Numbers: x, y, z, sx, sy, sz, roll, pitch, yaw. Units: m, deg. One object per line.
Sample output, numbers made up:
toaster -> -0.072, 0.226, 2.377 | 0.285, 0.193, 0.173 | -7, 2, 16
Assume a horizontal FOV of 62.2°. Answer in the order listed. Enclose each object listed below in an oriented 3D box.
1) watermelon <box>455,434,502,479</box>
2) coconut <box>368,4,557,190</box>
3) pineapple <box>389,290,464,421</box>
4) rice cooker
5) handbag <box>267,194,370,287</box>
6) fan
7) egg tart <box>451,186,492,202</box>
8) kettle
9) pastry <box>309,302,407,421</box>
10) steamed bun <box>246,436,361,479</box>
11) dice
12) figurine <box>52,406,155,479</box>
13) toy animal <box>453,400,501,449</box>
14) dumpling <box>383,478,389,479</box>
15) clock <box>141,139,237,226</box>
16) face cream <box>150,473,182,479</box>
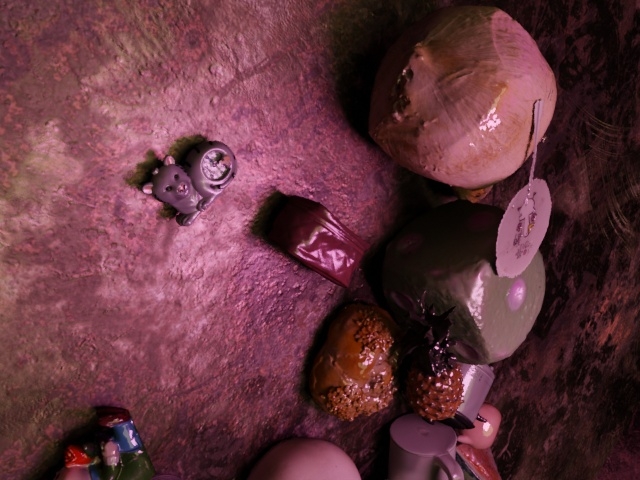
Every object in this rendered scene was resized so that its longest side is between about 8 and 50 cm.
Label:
watermelon -> 0.460, 0.776, 1.801 | 0.250, 0.292, 0.283 | -30, 98, 16
coconut -> 0.287, -0.322, 1.180 | 0.404, 0.404, 0.404 | -12, 110, -36
pineapple -> 0.264, 0.279, 1.294 | 0.165, 0.165, 0.364 | -34, 128, -26
rice cooker -> 0.361, 0.424, 1.538 | 0.280, 0.241, 0.227 | 30, 74, 5
handbag -> 0.000, 0.000, 1.189 | 0.225, 0.146, 0.135 | 35, 83, -37
fan -> 0.460, -0.104, 1.174 | 0.233, 0.012, 0.415 | -23, 122, -36
egg tart -> 0.417, -0.242, 1.477 | 0.291, 0.107, 0.291 | -24, 124, -41
kettle -> 0.298, 0.714, 1.557 | 0.265, 0.205, 0.318 | -62, 154, -73
pastry -> 0.112, 0.319, 1.360 | 0.255, 0.162, 0.311 | 21, 88, -38
steamed bun -> -0.033, 0.657, 1.310 | 0.324, 0.206, 0.324 | -13, 111, -36
dice -> 0.369, 0.109, 1.397 | 0.318, 0.330, 0.322 | -45, 125, -26
figurine -> -0.442, 0.434, 0.983 | 0.234, 0.127, 0.185 | -22, 111, -21
toy animal -> 0.490, 0.564, 1.690 | 0.154, 0.250, 0.166 | 10, 94, 2
dumpling -> 0.146, 0.844, 1.486 | 0.270, 0.320, 0.212 | -26, 76, -40
clock -> -0.243, -0.127, 1.003 | 0.176, 0.080, 0.117 | -51, 127, -13
face cream -> -0.323, 0.602, 1.098 | 0.177, 0.153, 0.177 | -12, 109, -38
